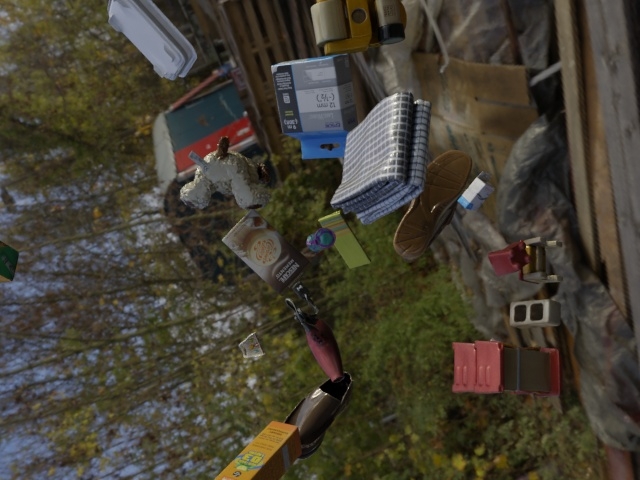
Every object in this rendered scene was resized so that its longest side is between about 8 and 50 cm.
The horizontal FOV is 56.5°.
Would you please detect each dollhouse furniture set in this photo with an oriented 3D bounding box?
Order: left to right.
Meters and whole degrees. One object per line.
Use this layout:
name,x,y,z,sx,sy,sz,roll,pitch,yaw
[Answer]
dollhouse furniture set,0.437,0.174,1.391,0.152,0.201,0.373,-19,63,59

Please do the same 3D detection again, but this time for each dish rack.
dish rack,-0.558,-0.665,1.914,0.333,0.072,0.286,46,160,-15

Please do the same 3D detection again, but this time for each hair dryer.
hair dryer,-0.022,0.266,1.643,0.293,0.080,0.223,58,-168,-9

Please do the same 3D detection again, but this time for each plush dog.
plush dog,-0.272,-0.202,1.773,0.225,0.263,0.210,-69,-21,-81

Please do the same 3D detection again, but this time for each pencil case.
pencil case,0.000,0.000,1.852,0.152,0.070,0.064,149,102,-77

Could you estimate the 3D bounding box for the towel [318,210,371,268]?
towel,0.091,0.000,2.198,0.237,0.102,0.021,56,-141,-22

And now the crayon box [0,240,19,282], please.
crayon box,-0.831,0.013,1.307,0.278,0.166,0.081,60,-154,-59

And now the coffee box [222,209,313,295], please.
coffee box,-0.160,0.038,1.828,0.246,0.141,0.098,42,176,10

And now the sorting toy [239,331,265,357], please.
sorting toy,-0.242,0.373,2.080,0.045,0.075,0.083,122,123,-82

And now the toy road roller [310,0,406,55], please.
toy road roller,0.137,-0.758,2.087,0.240,0.330,0.202,-109,10,-85

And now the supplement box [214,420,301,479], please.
supplement box,-0.132,0.494,1.300,0.233,0.078,0.080,-35,-56,-56

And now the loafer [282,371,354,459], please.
loafer,-0.013,0.510,1.811,0.134,0.366,0.130,27,123,15

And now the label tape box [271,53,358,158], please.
label tape box,-0.011,-0.440,2.027,0.115,0.249,0.347,-33,-60,-52

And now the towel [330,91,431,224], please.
towel,0.140,-0.194,1.430,0.284,0.121,0.234,-29,50,58

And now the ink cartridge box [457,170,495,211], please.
ink cartridge box,0.341,-0.105,1.281,0.048,0.083,0.028,9,-145,-47

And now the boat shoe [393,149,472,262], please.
boat shoe,0.314,-0.089,1.653,0.123,0.341,0.123,24,170,22
